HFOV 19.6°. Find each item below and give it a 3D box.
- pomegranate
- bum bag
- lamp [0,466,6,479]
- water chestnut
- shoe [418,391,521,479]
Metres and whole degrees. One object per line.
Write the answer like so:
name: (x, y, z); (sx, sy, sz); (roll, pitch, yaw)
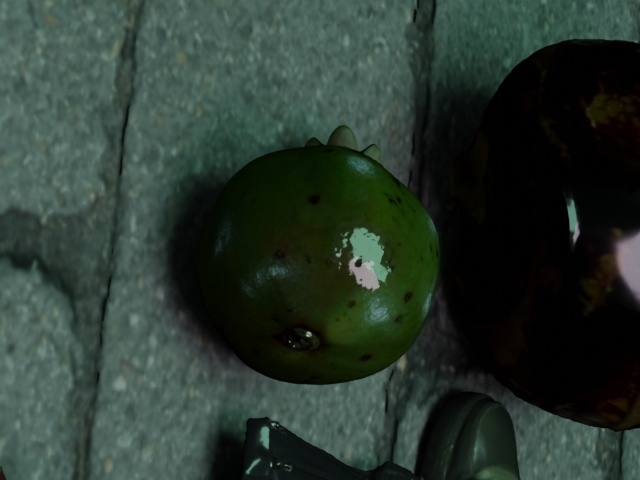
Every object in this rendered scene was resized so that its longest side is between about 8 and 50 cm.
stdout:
pomegranate: (0.002, -0.001, 1.398); (0.187, 0.187, 0.225); (54, 26, -29)
bum bag: (0.009, 0.222, 1.453); (0.248, 0.060, 0.123); (28, 67, -44)
lamp: (-0.249, 0.183, 1.121); (0.157, 0.135, 0.156); (-51, 122, -40)
water chestnut: (0.285, -0.004, 1.585); (0.347, 0.335, 0.335); (-1, 86, -15)
shoe: (0.159, 0.273, 1.546); (0.109, 0.149, 0.293); (17, 76, -44)
